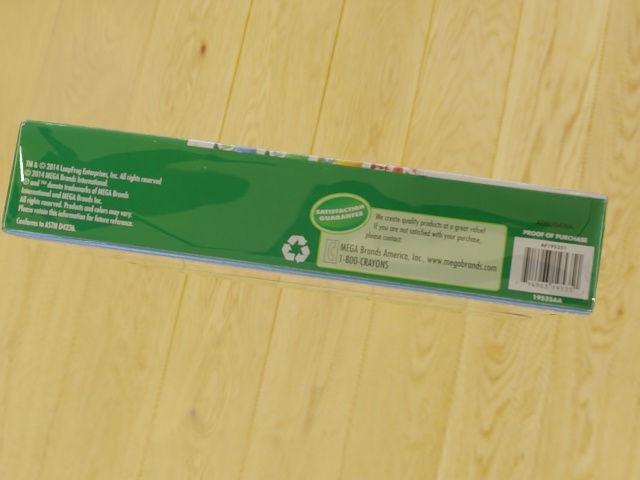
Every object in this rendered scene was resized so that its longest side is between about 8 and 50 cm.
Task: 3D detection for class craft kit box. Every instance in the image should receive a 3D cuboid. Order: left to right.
[{"bbox_3d":[0.000,0.000,0.552,0.250,0.246,0.061,8,83,4],"label":"craft kit box"}]
